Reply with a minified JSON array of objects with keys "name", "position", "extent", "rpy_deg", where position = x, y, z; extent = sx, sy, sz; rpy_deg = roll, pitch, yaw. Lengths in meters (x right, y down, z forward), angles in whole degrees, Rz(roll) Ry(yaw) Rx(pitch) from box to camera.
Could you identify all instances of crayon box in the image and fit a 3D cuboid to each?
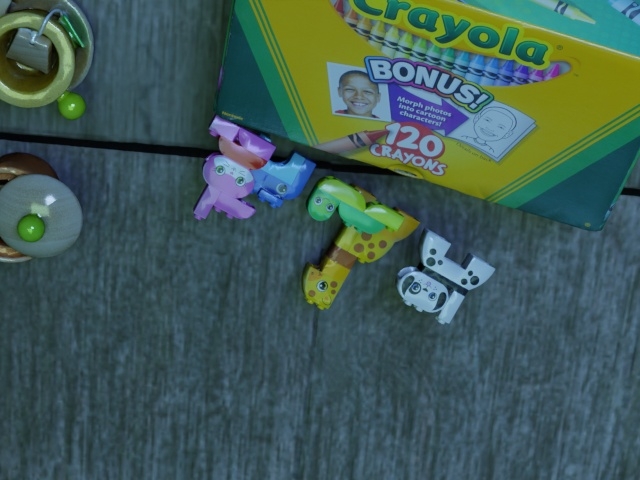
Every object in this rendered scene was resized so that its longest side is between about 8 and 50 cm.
[{"name":"crayon box","position":[0.080,-0.122,1.006],"extent":[0.278,0.081,0.165],"rpy_deg":[17,141,2]}]

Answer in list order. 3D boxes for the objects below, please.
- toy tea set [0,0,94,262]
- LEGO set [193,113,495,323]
[{"name":"toy tea set","position":[-0.277,-0.125,1.054],"extent":[0.336,0.124,0.200],"rpy_deg":[43,107,-15]},{"name":"LEGO set","position":[0.000,0.000,1.119],"extent":[0.227,0.087,0.093],"rpy_deg":[28,96,-10]}]
